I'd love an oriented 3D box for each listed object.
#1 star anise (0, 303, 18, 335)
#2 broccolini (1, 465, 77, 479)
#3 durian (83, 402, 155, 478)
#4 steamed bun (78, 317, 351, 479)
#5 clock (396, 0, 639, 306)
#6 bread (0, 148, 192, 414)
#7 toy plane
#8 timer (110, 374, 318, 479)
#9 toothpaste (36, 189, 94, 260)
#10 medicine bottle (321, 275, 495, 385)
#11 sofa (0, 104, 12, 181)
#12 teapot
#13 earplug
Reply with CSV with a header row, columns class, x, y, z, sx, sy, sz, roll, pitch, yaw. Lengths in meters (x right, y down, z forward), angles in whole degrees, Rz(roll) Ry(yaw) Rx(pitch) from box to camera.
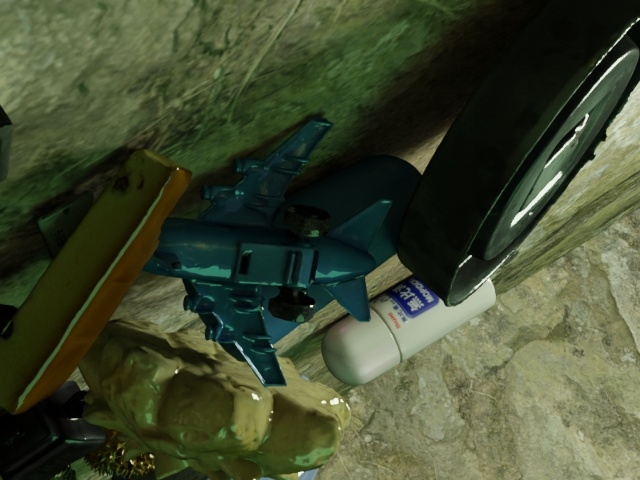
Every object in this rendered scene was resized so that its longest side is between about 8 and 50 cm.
class,x,y,z,sx,sy,sz,roll,pitch,yaw
star anise,-0.319,0.122,0.797,0.196,0.111,0.212,-46,148,-44
broccolini,-0.436,0.322,1.362,0.078,0.074,0.392,7,174,15
durian,-0.241,0.238,1.362,0.168,0.137,0.158,-43,-170,-20
steamed bun,-0.112,0.180,1.079,0.137,0.292,0.295,-71,160,0
clock,0.220,-0.104,1.077,0.386,0.076,0.386,-46,163,-19
bread,-0.175,0.028,0.800,0.226,0.049,0.088,-54,173,6
toy plane,-0.060,0.013,0.924,0.271,0.105,0.254,2,103,-35
timer,-0.161,0.331,1.608,0.395,0.173,0.395,-35,-167,9
toothpaste,-0.201,0.012,0.854,0.048,0.029,0.197,-34,165,-20
medicine bottle,0.156,0.151,1.959,0.341,0.130,0.130,-30,166,-14
sofa,-0.238,-0.029,0.548,0.147,0.060,0.085,-25,165,-31
teapot,-0.330,0.224,1.190,0.177,0.087,0.096,-34,162,5
earplug,0.000,0.000,1.084,0.273,0.132,0.132,-31,167,-24
